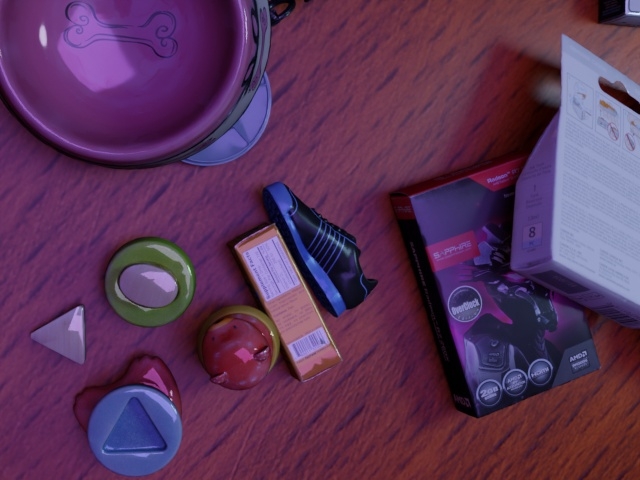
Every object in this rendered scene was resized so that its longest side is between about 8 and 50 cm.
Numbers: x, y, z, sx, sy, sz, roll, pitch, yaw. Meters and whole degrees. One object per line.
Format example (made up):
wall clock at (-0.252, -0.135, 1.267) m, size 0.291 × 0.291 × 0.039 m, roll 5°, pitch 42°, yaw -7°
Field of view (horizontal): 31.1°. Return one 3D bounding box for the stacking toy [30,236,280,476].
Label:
stacking toy at (-0.237, 0.162, 1.601) m, size 0.309 × 0.130 × 0.279 m, roll -40°, pitch 99°, yaw 1°

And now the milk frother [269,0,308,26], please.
milk frother at (-0.058, -0.404, 1.678) m, size 0.143 × 0.129 × 0.134 m, roll -43°, pitch 106°, yaw -18°

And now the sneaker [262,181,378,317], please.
sneaker at (0.000, 0.000, 1.732) m, size 0.090 × 0.081 × 0.232 m, roll -35°, pitch 107°, yaw -16°

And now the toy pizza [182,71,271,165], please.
toy pizza at (-0.172, -0.210, 1.698) m, size 0.201 × 0.032 × 0.201 m, roll 0°, pitch 91°, yaw -18°

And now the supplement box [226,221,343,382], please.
supplement box at (-0.054, 0.091, 1.715) m, size 0.080 × 0.078 × 0.233 m, roll -26°, pitch 97°, yaw -11°

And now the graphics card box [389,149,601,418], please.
graphics card box at (0.275, 0.066, 1.803) m, size 0.233 × 0.094 × 0.370 m, roll -19°, pitch 97°, yaw -16°

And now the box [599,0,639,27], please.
box at (0.552, -0.496, 1.876) m, size 0.169 × 0.087 × 0.289 m, roll 2°, pitch 91°, yaw -16°

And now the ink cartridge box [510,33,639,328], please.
ink cartridge box at (0.435, -0.087, 1.806) m, size 0.308 × 0.091 × 0.384 m, roll 24°, pitch 62°, yaw -35°

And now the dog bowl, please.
dog bowl at (-0.266, -0.284, 1.551) m, size 0.408 × 0.150 × 0.407 m, roll -1°, pitch 104°, yaw -5°
